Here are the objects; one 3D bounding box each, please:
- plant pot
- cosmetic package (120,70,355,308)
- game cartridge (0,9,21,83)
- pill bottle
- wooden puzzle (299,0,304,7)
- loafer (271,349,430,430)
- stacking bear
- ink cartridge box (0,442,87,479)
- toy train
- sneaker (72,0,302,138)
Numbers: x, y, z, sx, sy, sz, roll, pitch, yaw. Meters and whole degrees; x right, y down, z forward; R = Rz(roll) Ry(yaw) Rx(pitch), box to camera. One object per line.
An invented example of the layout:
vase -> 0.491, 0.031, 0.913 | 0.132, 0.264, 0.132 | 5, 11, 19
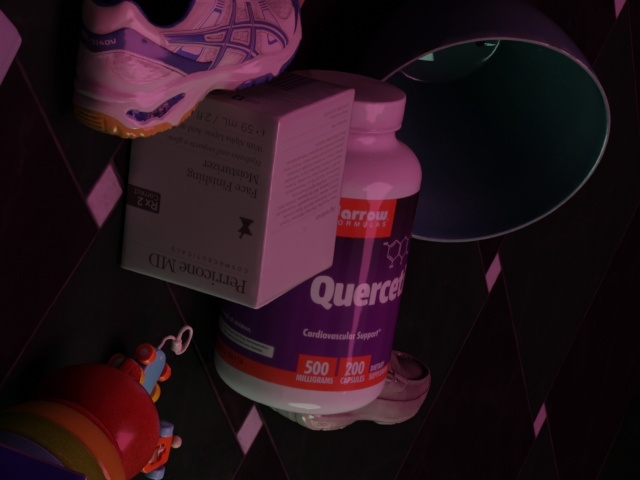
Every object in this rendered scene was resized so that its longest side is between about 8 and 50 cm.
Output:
plant pot -> 0.152, -0.169, 2.104 | 0.290, 0.290, 0.195 | 80, -1, -46
cosmetic package -> -0.076, -0.058, 1.770 | 0.151, 0.151, 0.184 | -28, 129, -58
game cartridge -> -0.317, -0.126, 1.319 | 0.297, 0.062, 0.198 | 53, 53, -62
pill bottle -> 0.000, 0.000, 1.939 | 0.181, 0.181, 0.323 | -25, 127, -60
wooden puzzle -> -0.038, -0.235, 1.911 | 0.116, 0.014, 0.078 | -61, 158, -25
loafer -> 0.050, 0.150, 2.240 | 0.319, 0.112, 0.111 | -1, 115, -65
stacking bear -> -0.235, 0.200, 1.601 | 0.289, 0.164, 0.175 | -46, 145, -54
ink cartridge box -> -0.297, 0.237, 1.413 | 0.045, 0.206, 0.208 | 31, 76, -70
toy train -> -0.173, 0.158, 1.840 | 0.125, 0.046, 0.166 | -29, 135, -60
sneaker -> -0.103, -0.196, 1.670 | 0.296, 0.111, 0.131 | -42, 141, -51
